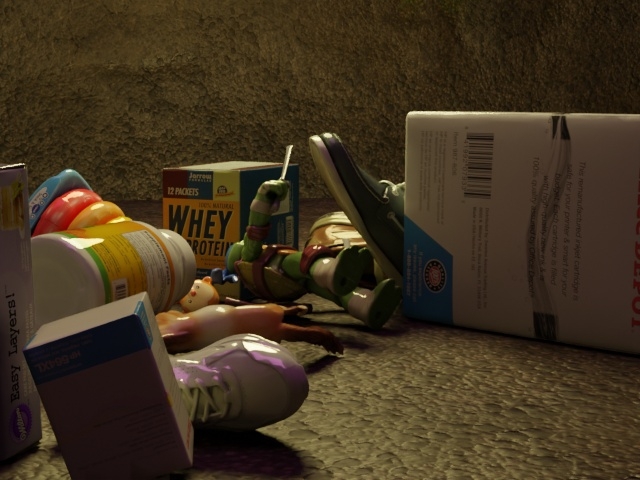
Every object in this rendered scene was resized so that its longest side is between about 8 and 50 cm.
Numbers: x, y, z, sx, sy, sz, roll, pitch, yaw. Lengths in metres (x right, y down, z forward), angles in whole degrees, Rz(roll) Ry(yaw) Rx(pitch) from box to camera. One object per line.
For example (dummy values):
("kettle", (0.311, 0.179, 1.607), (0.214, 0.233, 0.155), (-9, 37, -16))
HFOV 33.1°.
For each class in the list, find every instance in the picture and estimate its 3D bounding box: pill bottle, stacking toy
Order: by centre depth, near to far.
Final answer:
("pill bottle", (-0.257, 0.048, 1.319), (0.136, 0.136, 0.246), (4, 8, 24))
("stacking toy", (-0.273, 0.038, 1.515), (0.302, 0.175, 0.166), (23, -19, 21))

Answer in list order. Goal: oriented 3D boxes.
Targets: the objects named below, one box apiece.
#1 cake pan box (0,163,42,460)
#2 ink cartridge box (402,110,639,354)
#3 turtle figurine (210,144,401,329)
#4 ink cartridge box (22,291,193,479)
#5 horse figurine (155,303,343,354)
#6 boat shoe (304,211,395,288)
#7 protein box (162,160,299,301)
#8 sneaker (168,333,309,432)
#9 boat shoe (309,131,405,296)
("cake pan box", (-0.372, 0.054, 0.923), (0.267, 0.246, 0.070), (3, 7, 17))
("ink cartridge box", (0.312, -0.023, 1.399), (0.395, 0.285, 0.166), (7, 9, 40))
("turtle figurine", (0.000, 0.000, 1.484), (0.275, 0.198, 0.266), (-26, 31, -32))
("ink cartridge box", (-0.156, 0.126, 0.829), (0.090, 0.143, 0.092), (-18, 8, -2))
("horse figurine", (-0.109, 0.106, 1.243), (0.263, 0.066, 0.174), (-2, -1, 8))
("boat shoe", (0.121, 0.034, 1.702), (0.324, 0.122, 0.120), (1, 37, 24))
("protein box", (-0.136, -0.020, 1.688), (0.136, 0.200, 0.201), (4, 8, 25))
("sneaker", (-0.125, 0.141, 0.943), (0.232, 0.090, 0.115), (-6, 11, 22))
("boat shoe", (0.088, -0.045, 1.527), (0.099, 0.319, 0.116), (-34, 34, 1))
